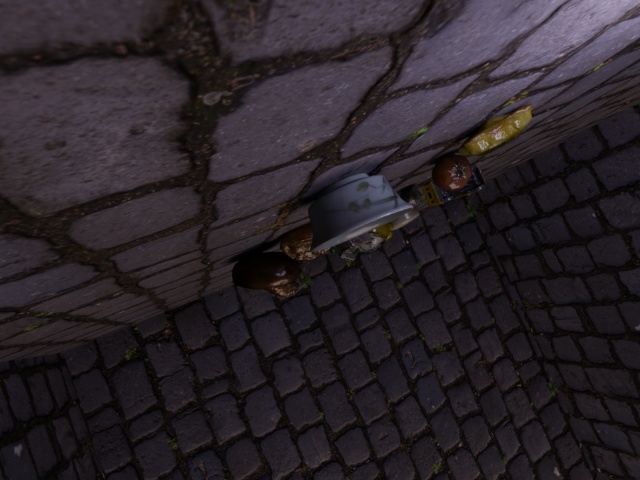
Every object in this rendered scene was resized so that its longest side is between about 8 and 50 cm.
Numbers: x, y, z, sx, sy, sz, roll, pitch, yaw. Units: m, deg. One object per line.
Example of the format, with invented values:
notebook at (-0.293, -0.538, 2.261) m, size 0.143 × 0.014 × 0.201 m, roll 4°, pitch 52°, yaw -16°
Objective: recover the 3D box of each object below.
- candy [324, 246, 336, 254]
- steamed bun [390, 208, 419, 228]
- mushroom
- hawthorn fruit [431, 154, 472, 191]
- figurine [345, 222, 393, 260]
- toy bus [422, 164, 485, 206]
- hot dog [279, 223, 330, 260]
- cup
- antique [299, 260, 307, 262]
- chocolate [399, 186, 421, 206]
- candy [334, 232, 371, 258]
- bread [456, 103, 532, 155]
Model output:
candy at (0.003, 0.001, 2.002) m, size 0.141 × 0.203 × 0.078 m, roll -28°, pitch -140°, yaw -17°
steamed bun at (0.474, -0.151, 2.510) m, size 0.164 × 0.147 × 0.241 m, roll -25°, pitch 176°, yaw -28°
mushroom at (-0.264, 0.148, 1.964) m, size 0.344 × 0.239 × 0.345 m, roll -9°, pitch 157°, yaw -4°
hawthorn fruit at (0.509, -0.259, 1.593) m, size 0.149 × 0.149 × 0.189 m, roll -24°, pitch 174°, yaw 8°
figurine at (0.264, -0.037, 2.467) m, size 0.323 × 0.232 × 0.340 m, roll 20°, pitch 139°, yaw -40°
toy bus at (0.721, -0.290, 2.199) m, size 0.329 × 0.144 × 0.152 m, roll -20°, pitch 174°, yaw -21°
hot dog at (-0.049, -0.002, 1.865) m, size 0.272 × 0.122 × 0.196 m, roll -20°, pitch 148°, yaw -19°
cup at (0.100, -0.103, 1.282) m, size 0.346 × 0.163 × 0.347 m, roll -22°, pitch 176°, yaw -2°
antique at (-0.065, 0.038, 2.316) m, size 0.256 × 0.121 × 0.143 m, roll -29°, pitch -175°, yaw -11°
chocolate at (0.456, -0.210, 2.068) m, size 0.110 × 0.110 × 0.248 m, roll -24°, pitch 172°, yaw 13°
candy at (0.133, -0.034, 2.052) m, size 0.137 × 0.195 × 0.185 m, roll -26°, pitch 173°, yaw -31°
bread at (0.561, -0.338, 1.316) m, size 0.232 × 0.088 × 0.160 m, roll -26°, pitch 170°, yaw 7°
